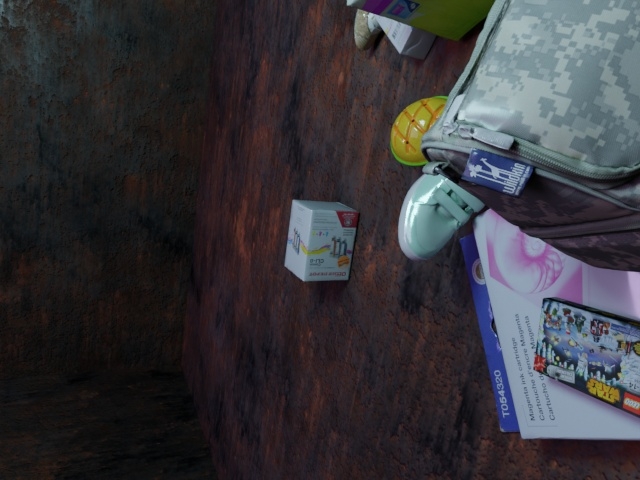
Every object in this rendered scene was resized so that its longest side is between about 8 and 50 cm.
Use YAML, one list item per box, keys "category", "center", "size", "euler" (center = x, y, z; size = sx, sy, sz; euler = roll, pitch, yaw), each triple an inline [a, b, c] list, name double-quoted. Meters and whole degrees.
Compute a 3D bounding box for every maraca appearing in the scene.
- category: "maraca"
  center: [0.202, -0.196, 0.886]
  size: [0.186, 0.099, 0.127]
  euler: [-15, 70, 38]

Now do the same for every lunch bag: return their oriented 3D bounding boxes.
- category: "lunch bag"
  center: [0.256, -0.142, 0.459]
  size: [0.305, 0.256, 0.212]
  euler: [-64, 7, -4]

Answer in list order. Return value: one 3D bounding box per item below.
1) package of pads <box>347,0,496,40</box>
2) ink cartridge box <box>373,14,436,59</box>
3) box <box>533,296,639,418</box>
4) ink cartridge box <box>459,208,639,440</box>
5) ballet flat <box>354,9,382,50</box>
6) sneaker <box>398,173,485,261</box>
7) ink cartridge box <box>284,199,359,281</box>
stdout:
- category: "package of pads"
  center: [0.205, -0.427, 0.737]
  size: [0.296, 0.229, 0.101]
  euler: [153, 120, -62]
- category: "ink cartridge box"
  center: [0.169, -0.453, 0.999]
  size: [0.104, 0.062, 0.181]
  euler: [-62, 37, 42]
- category: "box"
  center: [0.308, 0.125, 0.570]
  size: [0.137, 0.027, 0.093]
  euler: [17, 106, 61]
- category: "ink cartridge box"
  center: [0.306, 0.095, 0.685]
  size: [0.330, 0.072, 0.323]
  euler: [-37, 56, 56]
- category: "ballet flat"
  center: [0.123, -0.514, 1.095]
  size: [0.067, 0.073, 0.206]
  euler: [33, 123, 44]
- category: "sneaker"
  center: [0.217, -0.076, 0.733]
  size: [0.255, 0.094, 0.151]
  euler: [-56, 19, -5]
- category: "ink cartridge box"
  center: [0.000, 0.000, 1.245]
  size: [0.127, 0.128, 0.176]
  euler: [33, 119, 60]
